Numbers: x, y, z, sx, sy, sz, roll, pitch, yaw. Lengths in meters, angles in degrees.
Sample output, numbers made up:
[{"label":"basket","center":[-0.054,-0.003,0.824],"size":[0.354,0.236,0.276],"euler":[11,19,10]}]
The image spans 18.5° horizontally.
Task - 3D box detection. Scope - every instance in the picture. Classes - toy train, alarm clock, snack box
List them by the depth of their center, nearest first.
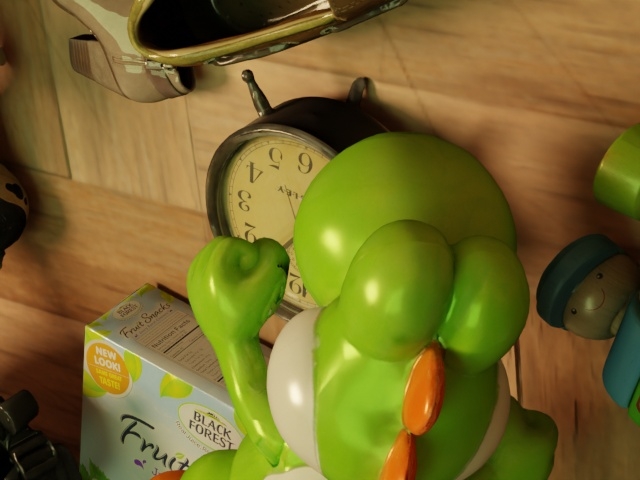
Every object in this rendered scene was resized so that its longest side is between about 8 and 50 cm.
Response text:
[{"label":"toy train","center":[0.191,-0.010,0.934],"size":[0.143,0.105,0.248],"euler":[42,137,31]},{"label":"alarm clock","center":[0.000,0.000,1.116],"size":[0.129,0.064,0.192],"euler":[25,127,26]},{"label":"snack box","center":[-0.056,0.149,1.251],"size":[0.207,0.070,0.174],"euler":[26,129,24]}]

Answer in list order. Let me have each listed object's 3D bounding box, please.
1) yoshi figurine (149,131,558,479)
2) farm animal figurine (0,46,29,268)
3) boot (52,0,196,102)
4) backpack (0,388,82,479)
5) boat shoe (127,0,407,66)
[{"label":"yoshi figurine","center":[0.018,0.081,1.031],"size":[0.203,0.203,0.362],"euler":[55,144,23]},{"label":"farm animal figurine","center":[-0.313,-0.117,1.205],"size":[0.172,0.330,0.327],"euler":[-1,86,44]},{"label":"boot","center":[-0.112,-0.137,1.149],"size":[0.087,0.042,0.118],"euler":[8,122,30]},{"label":"backpack","center":[-0.298,0.195,1.307],"size":[0.213,0.276,0.263],"euler":[41,170,21]},{"label":"boat shoe","center":[0.021,-0.156,0.972],"size":[0.307,0.104,0.111],"euler":[-30,94,46]}]
